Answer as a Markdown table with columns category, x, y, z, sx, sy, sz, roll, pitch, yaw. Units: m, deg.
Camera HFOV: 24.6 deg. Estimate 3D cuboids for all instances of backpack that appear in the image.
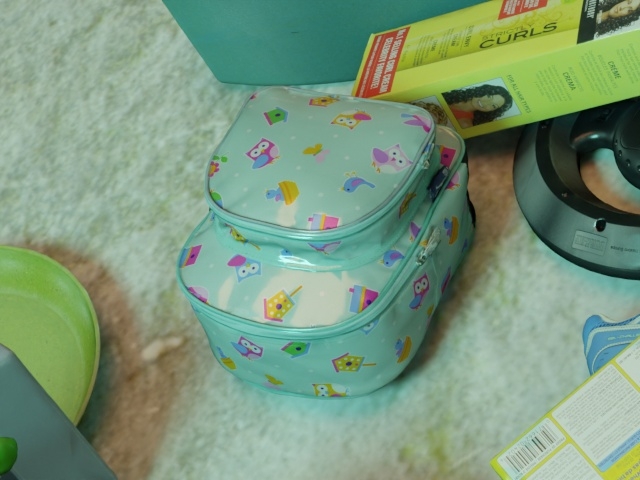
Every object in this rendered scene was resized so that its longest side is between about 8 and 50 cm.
| category | x | y | z | sx | sy | sz | roll | pitch | yaw |
| --- | --- | --- | --- | --- | --- | --- | --- | --- | --- |
| backpack | 0.000 | 0.000 | 0.931 | 0.166 | 0.144 | 0.188 | 12 | 60 | 21 |

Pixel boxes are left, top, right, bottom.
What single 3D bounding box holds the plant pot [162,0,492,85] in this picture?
| category | x | y | z | sx | sy | sz | roll | pitch | yaw |
| --- | --- | --- | --- | --- | --- | --- | --- | --- | --- |
| plant pot | 0.005 | -0.222 | 1.101 | 0.234 | 0.165 | 0.165 | -16 | 48 | 18 |

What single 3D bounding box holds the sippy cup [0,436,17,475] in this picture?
| category | x | y | z | sx | sy | sz | roll | pitch | yaw |
| --- | --- | --- | --- | --- | --- | --- | --- | --- | --- |
| sippy cup | -0.093 | 0.248 | 0.719 | 0.224 | 0.305 | 0.240 | -33 | 20 | -22 |

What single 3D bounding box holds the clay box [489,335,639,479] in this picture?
| category | x | y | z | sx | sy | sz | roll | pitch | yaw |
| --- | --- | --- | --- | --- | --- | --- | --- | --- | --- |
| clay box | 0.206 | 0.160 | 0.744 | 0.127 | 0.053 | 0.222 | -40 | 67 | -1 |

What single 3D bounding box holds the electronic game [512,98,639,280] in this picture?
| category | x | y | z | sx | sy | sz | roll | pitch | yaw |
| --- | --- | --- | --- | --- | --- | --- | --- | --- | --- |
| electronic game | 0.237 | -0.065 | 0.957 | 0.229 | 0.048 | 0.229 | -16 | 42 | 15 |

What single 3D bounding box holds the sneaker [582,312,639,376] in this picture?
| category | x | y | z | sx | sy | sz | roll | pitch | yaw |
| --- | --- | --- | --- | --- | --- | --- | --- | --- | --- |
| sneaker | 0.249 | 0.039 | 0.846 | 0.211 | 0.080 | 0.081 | -24 | 51 | -1 |

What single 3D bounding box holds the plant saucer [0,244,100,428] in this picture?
| category | x | y | z | sx | sy | sz | roll | pitch | yaw |
| --- | --- | --- | --- | --- | --- | --- | --- | --- | --- |
| plant saucer | -0.257 | 0.109 | 1.004 | 0.241 | 0.037 | 0.241 | -10 | 50 | 12 |

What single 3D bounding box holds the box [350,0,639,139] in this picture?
| category | x | y | z | sx | sy | sz | roll | pitch | yaw |
| --- | --- | --- | --- | --- | --- | --- | --- | --- | --- |
| box | 0.138 | -0.125 | 0.996 | 0.232 | 0.058 | 0.087 | -12 | 40 | 31 |

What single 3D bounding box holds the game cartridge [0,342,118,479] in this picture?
| category | x | y | z | sx | sy | sz | roll | pitch | yaw |
| --- | --- | --- | --- | --- | --- | --- | --- | --- | --- |
| game cartridge | -0.243 | 0.205 | 0.812 | 0.062 | 0.198 | 0.297 | 15 | 58 | 39 |
